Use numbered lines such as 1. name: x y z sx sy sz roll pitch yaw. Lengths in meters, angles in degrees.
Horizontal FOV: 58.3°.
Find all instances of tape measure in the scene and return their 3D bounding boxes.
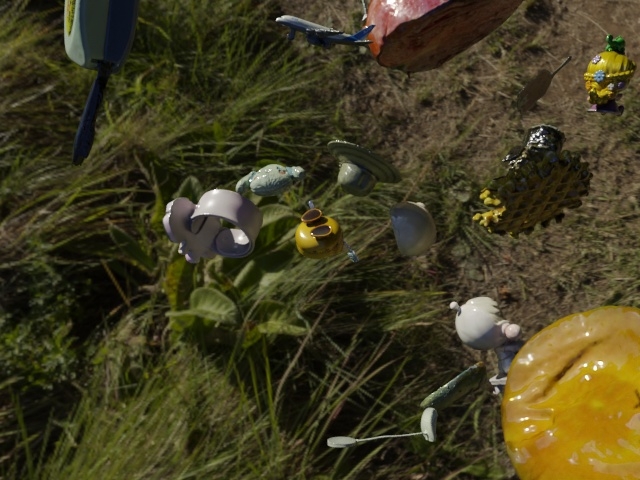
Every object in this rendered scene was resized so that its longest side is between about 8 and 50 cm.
1. tape measure: -0.349 -0.309 0.902 0.215 0.098 0.351 45 124 52

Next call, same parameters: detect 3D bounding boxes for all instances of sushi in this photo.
1. sushi: 0.638 -0.250 1.725 0.147 0.212 0.115 27 67 12

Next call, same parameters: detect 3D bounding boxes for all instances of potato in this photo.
1. potato: 0.354 0.388 1.485 0.054 0.198 0.119 55 161 26

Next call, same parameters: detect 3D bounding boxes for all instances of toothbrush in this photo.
1. toothbrush: 0.044 -0.030 1.987 0.269 0.027 0.021 51 136 1

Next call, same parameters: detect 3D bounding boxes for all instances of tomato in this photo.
1. tomato: 0.216 -0.455 1.083 0.309 0.309 0.170 -31 83 41

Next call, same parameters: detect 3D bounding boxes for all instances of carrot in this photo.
1. carrot: 0.354 0.219 0.637 0.242 0.341 0.241 -26 48 32

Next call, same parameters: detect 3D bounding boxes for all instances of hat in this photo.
1. hat: 0.113 -0.189 1.724 0.252 0.252 0.109 18 78 44

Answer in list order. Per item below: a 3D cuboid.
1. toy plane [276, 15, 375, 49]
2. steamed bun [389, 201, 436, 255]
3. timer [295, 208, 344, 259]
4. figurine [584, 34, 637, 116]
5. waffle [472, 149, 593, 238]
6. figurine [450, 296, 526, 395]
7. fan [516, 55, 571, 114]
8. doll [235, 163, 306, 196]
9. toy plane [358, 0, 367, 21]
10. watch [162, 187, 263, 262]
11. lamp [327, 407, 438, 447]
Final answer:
1. toy plane: 0.004 -0.175 0.488 0.078 0.085 0.024 -100 15 -77
2. steamed bun: 0.296 -0.041 1.816 0.131 0.228 0.177 -16 89 11
3. timer: 0.000 0.000 1.265 0.107 0.107 0.109 38 150 38
4. figurine: 0.574 -0.334 1.151 0.095 0.115 0.156 19 103 41
5. waffle: 0.420 -0.082 1.121 0.229 0.232 0.051 -42 48 31
6. figurine: 0.412 0.241 1.388 0.145 0.182 0.256 -36 82 9
7. fan: 0.672 -0.475 1.722 0.220 0.132 0.009 -42 60 2
8. doll: -0.139 -0.172 1.640 0.214 0.103 0.071 -11 125 16
9. toy plane: 0.064 -0.598 1.189 0.101 0.251 0.255 -16 41 18
10. watch: -0.304 -0.042 1.669 0.232 0.244 0.196 -5 50 30
11. lamp: 0.108 0.329 0.999 0.050 0.199 0.056 160 108 -75
